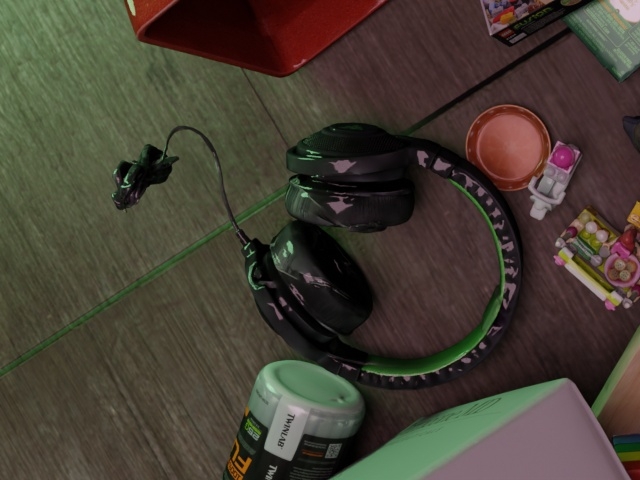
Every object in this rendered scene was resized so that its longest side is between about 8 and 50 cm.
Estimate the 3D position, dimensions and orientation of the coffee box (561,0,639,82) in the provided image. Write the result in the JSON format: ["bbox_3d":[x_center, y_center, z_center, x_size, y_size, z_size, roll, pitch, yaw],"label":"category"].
[{"bbox_3d":[0.303,-0.242,1.199,0.184,0.040,0.113,-44,81,23],"label":"coffee box"}]

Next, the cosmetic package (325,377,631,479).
[{"bbox_3d":[0.075,0.369,1.151,0.327,0.393,0.329,60,157,3],"label":"cosmetic package"}]

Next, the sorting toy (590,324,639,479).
[{"bbox_3d":[0.377,0.176,1.165,0.255,0.089,0.257,23,111,-5],"label":"sorting toy"}]

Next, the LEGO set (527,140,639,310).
[{"bbox_3d":[0.314,0.016,1.204,0.287,0.107,0.132,21,106,17],"label":"LEGO set"}]

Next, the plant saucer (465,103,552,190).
[{"bbox_3d":[0.181,-0.090,1.289,0.083,0.013,0.083,4,101,21],"label":"plant saucer"}]

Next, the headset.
[{"bbox_3d":[0.000,0.000,1.284,0.394,0.185,0.243,24,107,6],"label":"headset"}]

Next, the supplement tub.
[{"bbox_3d":[-0.035,0.229,1.374,0.117,0.117,0.190,24,107,16],"label":"supplement tub"}]

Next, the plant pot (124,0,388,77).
[{"bbox_3d":[-0.049,-0.334,1.221,0.267,0.267,0.236,-35,73,23],"label":"plant pot"}]

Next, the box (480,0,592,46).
[{"bbox_3d":[0.230,-0.270,1.187,0.207,0.036,0.114,-28,63,31],"label":"box"}]

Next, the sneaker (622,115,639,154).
[{"bbox_3d":[0.347,-0.170,1.119,0.121,0.111,0.300,43,121,30],"label":"sneaker"}]
